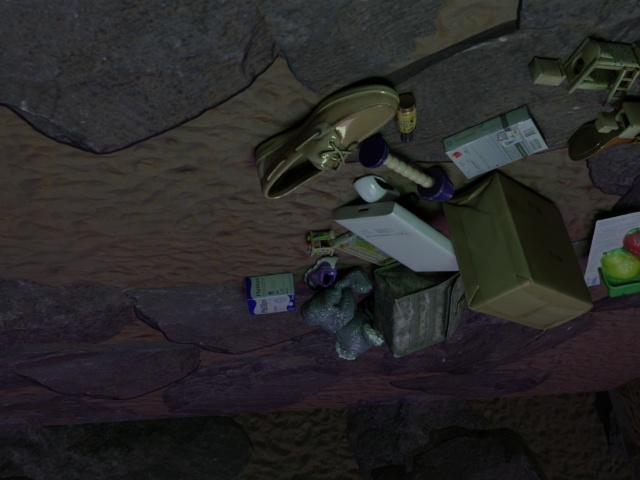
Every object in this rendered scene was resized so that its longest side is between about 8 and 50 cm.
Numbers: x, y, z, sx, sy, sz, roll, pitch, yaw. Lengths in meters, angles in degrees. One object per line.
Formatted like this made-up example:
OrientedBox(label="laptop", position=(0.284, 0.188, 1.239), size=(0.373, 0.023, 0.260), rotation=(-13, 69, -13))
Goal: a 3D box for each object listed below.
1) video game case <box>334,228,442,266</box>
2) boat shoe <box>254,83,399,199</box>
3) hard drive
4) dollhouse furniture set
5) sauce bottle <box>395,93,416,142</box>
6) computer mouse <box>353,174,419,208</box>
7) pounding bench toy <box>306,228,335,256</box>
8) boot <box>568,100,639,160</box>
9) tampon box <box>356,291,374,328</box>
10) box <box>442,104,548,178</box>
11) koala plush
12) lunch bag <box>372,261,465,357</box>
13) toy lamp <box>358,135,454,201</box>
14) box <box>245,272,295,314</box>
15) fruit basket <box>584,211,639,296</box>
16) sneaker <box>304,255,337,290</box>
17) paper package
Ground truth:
OrientedBox(label="video game case", position=(0.180, -0.002, 1.934), size=(0.206, 0.026, 0.227), rotation=(-27, 150, 32))
OrientedBox(label="boat shoe", position=(0.015, -0.183, 1.418), size=(0.341, 0.110, 0.122), rotation=(-28, 148, 34))
OrientedBox(label="hard drive", position=(0.205, -0.003, 1.775), size=(0.307, 0.040, 0.203), rotation=(30, 159, -35))
OrientedBox(label="dollhouse furniture set", position=(0.497, -0.277, 1.316), size=(0.182, 0.160, 0.101), rotation=(0, 153, -18))
OrientedBox(label="sauce bottle", position=(0.169, -0.236, 1.436), size=(0.042, 0.042, 0.128), rotation=(-11, 153, 5))
OrientedBox(label="computer mouse", position=(0.147, -0.098, 1.708), size=(0.106, 0.042, 0.193), rotation=(-25, 150, 32))
OrientedBox(label="pounding bench toy", position=(0.000, 0.000, 1.851), size=(0.065, 0.052, 0.083), rotation=(-4, 153, -9))
OrientedBox(label="boot", position=(0.649, -0.224, 1.577), size=(0.152, 0.073, 0.197), rotation=(3, 154, -31))
OrientedBox(label="tampon box", position=(0.202, 0.230, 2.301), size=(0.101, 0.120, 0.161), rotation=(7, 150, -27))
OrientedBox(label="box", position=(0.375, -0.206, 1.563), size=(0.186, 0.038, 0.145), rotation=(-22, 151, 24))
OrientedBox(label="koala plush", position=(0.070, 0.231, 2.078), size=(0.196, 0.221, 0.203), rotation=(-34, -179, 44))
OrientedBox(label="lunch bag", position=(0.307, 0.174, 2.099), size=(0.287, 0.169, 0.235), rotation=(-17, 131, -18))
OrientedBox(label="toy lamp", position=(0.198, -0.146, 1.586), size=(0.080, 0.080, 0.275), rotation=(-28, 149, 34))
OrientedBox(label="box", position=(-0.143, 0.155, 2.100), size=(0.137, 0.072, 0.126), rotation=(-6, 153, -4))
OrientedBox(label="fruit basket", position=(0.921, 0.008, 2.083), size=(0.327, 0.165, 0.353), rotation=(-12, 138, 5))
OrientedBox(label="sneaker", position=(0.002, 0.105, 2.045), size=(0.068, 0.071, 0.170), rotation=(1, 153, -18))
OrientedBox(label="paper package", position=(0.476, 0.032, 1.768), size=(0.325, 0.309, 0.168), rotation=(17, 142, -43))
